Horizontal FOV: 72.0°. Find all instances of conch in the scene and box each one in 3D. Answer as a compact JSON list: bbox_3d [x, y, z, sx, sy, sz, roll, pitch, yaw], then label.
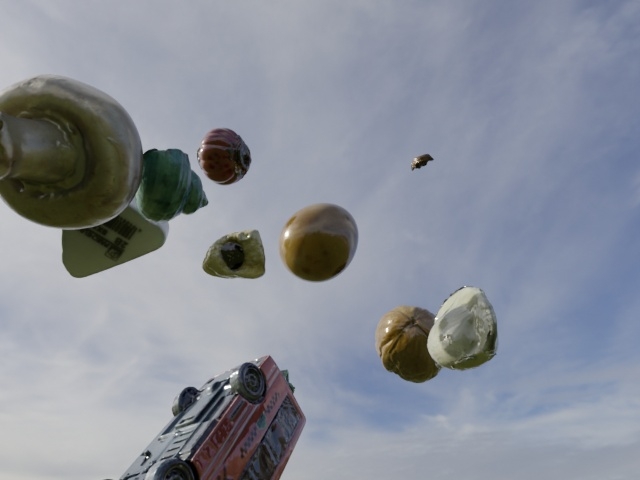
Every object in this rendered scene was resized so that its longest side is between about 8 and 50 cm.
[{"bbox_3d":[-0.351,-0.119,1.047,0.196,0.134,0.202,-29,-5,23],"label":"conch"}]

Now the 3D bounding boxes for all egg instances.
[{"bbox_3d":[0.000,0.000,1.469,0.250,0.322,0.250,15,-54,22],"label":"egg"}]

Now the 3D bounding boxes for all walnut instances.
[{"bbox_3d":[0.346,0.403,1.707,0.277,0.252,0.313,13,-41,13],"label":"walnut"}]

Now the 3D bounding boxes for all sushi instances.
[{"bbox_3d":[0.398,-0.311,1.753,0.050,0.047,0.099,-8,-10,-42],"label":"sushi"}]

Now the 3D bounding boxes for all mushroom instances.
[{"bbox_3d":[-0.490,-0.152,0.801,0.298,0.290,0.297,2,-77,8],"label":"mushroom"}]

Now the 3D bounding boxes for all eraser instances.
[{"bbox_3d":[-0.649,-0.043,1.421,0.331,0.150,0.331,-5,-72,-15],"label":"eraser"}]

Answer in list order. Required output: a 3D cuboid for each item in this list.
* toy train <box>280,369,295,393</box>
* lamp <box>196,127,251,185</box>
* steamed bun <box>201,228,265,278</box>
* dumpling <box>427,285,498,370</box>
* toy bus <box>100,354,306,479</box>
[{"bbox_3d":[-0.169,0.534,1.333,0.178,0.138,0.330,4,-61,10],"label":"toy train"},{"bbox_3d":[-0.373,-0.329,1.732,0.227,0.226,0.227,-3,-38,-2],"label":"lamp"},{"bbox_3d":[-0.249,0.050,1.229,0.155,0.140,0.172,-11,-3,-27],"label":"steamed bun"},{"bbox_3d":[0.297,0.180,0.911,0.142,0.172,0.247,5,-22,-13],"label":"dumpling"},{"bbox_3d":[-0.199,0.406,0.777,0.203,0.427,0.233,-28,-81,26],"label":"toy bus"}]
